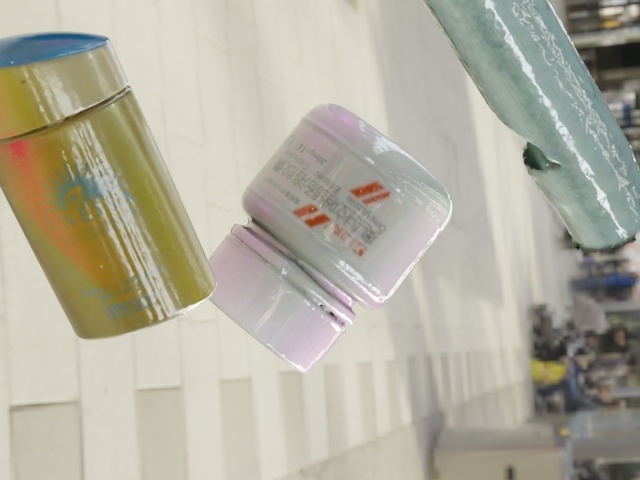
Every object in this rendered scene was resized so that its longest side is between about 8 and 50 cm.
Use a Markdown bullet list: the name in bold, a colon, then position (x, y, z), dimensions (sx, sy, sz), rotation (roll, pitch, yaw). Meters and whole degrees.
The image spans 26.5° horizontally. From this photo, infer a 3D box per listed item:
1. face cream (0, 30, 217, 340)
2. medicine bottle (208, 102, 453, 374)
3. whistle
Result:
- **face cream**: position (-0.202, -0.051, 1.173), dimensions (0.067, 0.139, 0.285), rotation (-103, 173, -63)
- **medicine bottle**: position (0.000, 0.000, 1.788), dimensions (0.302, 0.241, 0.241), rotation (-52, 162, -2)
- **whistle**: position (0.098, -0.119, 0.750), dimensions (0.312, 0.062, 0.062), rotation (53, 28, -30)
